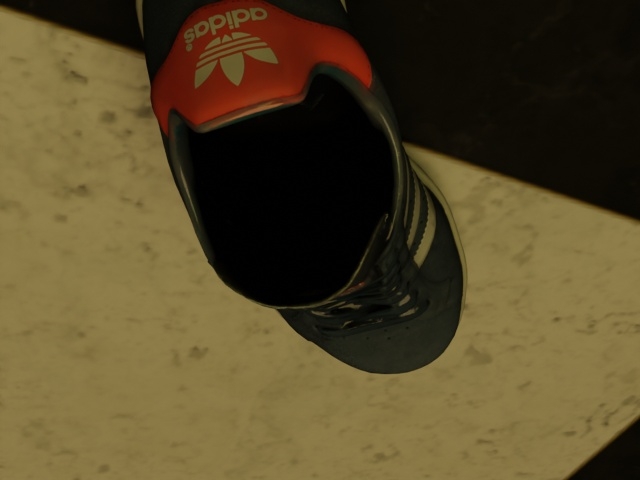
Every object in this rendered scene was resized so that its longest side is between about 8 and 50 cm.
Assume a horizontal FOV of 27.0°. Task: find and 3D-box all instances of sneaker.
[{"bbox_3d":[0.000,0.000,0.693,0.131,0.148,0.350,-20,138,10],"label":"sneaker"}]
